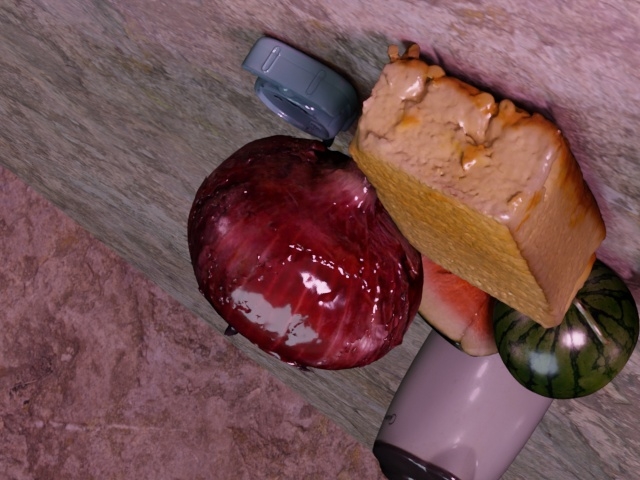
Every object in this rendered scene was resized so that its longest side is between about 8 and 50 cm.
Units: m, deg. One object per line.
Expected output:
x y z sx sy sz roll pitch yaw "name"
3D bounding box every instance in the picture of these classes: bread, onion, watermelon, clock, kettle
0.141 -0.042 1.709 0.185 0.114 0.275 31 168 26 "bread"
0.000 0.000 1.879 0.252 0.219 0.252 29 -148 -20 "onion"
0.147 0.048 1.995 0.193 0.145 0.137 35 164 -12 "watermelon"
0.235 0.075 1.886 0.140 0.141 0.187 29 161 15 "watermelon"
-0.014 -0.136 1.892 0.108 0.045 0.147 30 169 16 "clock"
0.158 0.185 2.262 0.161 0.236 0.221 37 163 -18 "kettle"
